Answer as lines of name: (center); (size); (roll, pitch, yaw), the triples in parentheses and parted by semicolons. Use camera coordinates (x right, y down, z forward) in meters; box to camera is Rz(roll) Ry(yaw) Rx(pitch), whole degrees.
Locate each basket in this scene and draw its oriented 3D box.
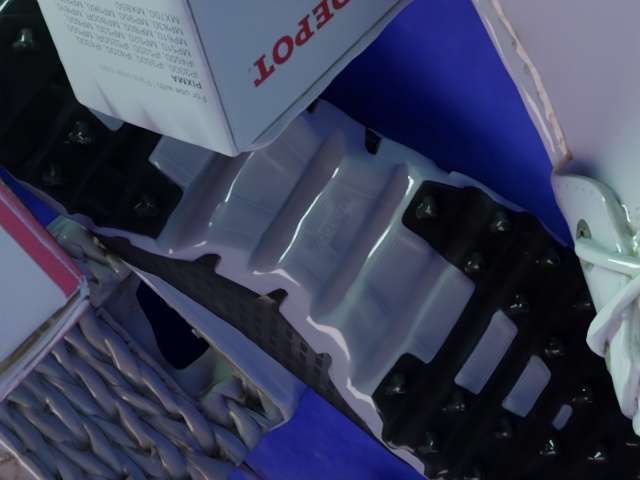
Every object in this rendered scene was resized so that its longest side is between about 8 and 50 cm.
basket: (-0.102, 0.068, 0.655); (0.113, 0.103, 0.167); (46, 148, -8)

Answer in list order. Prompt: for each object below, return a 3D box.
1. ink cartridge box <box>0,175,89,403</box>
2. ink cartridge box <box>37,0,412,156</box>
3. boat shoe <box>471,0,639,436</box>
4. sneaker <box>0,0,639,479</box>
ink cartridge box: (-0.190, -0.033, 0.513); (0.207, 0.117, 0.283); (48, 173, -12)
ink cartridge box: (-0.025, -0.102, 0.365); (0.056, 0.099, 0.135); (18, 141, 34)
boat shoe: (0.104, 0.010, 0.360); (0.277, 0.096, 0.098); (51, 149, -12)
sneaker: (0.000, 0.000, 0.492); (0.234, 0.078, 0.106); (35, 178, -17)
